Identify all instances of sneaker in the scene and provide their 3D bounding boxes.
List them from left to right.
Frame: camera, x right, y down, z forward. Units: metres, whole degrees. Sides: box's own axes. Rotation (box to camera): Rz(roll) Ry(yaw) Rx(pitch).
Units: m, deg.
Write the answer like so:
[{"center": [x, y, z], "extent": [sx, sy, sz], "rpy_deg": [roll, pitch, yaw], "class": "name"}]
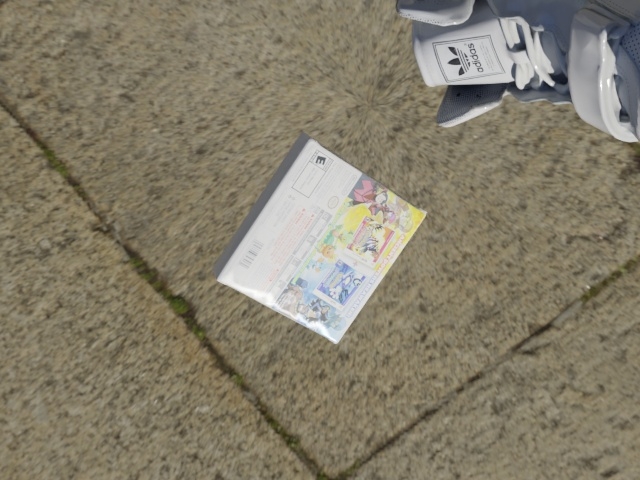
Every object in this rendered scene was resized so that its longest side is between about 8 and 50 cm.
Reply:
[{"center": [0.178, -0.127, 0.602], "extent": [0.210, 0.366, 0.137], "rpy_deg": [-17, 130, 13], "class": "sneaker"}]

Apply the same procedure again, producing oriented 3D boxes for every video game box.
[{"center": [0.000, 0.000, 1.025], "extent": [0.187, 0.048, 0.205], "rpy_deg": [32, 98, -22], "class": "video game box"}]
